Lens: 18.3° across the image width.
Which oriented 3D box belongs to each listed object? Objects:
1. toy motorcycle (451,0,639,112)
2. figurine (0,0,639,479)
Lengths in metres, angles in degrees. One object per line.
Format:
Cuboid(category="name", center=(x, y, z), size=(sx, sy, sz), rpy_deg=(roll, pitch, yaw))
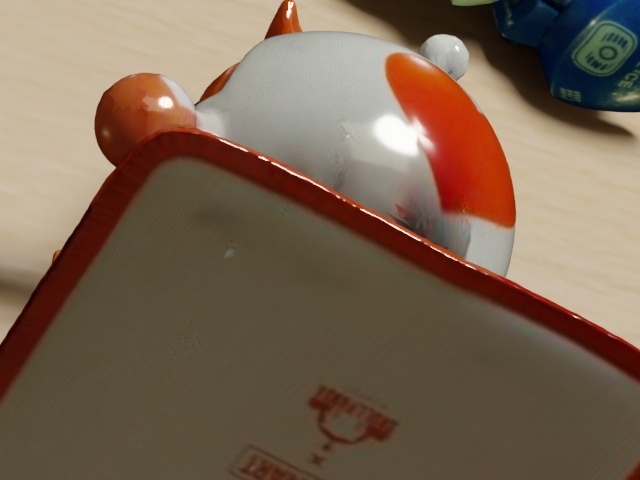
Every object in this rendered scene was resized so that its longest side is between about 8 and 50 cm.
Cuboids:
Cuboid(category="toy motorcycle", center=(0.143, -0.173, 0.960), size=(0.196, 0.125, 0.331), rpy_deg=(46, 42, 6))
Cuboid(category="figurine", center=(0.000, 0.000, 0.660), size=(0.183, 0.160, 0.226), rpy_deg=(28, 30, -15))
